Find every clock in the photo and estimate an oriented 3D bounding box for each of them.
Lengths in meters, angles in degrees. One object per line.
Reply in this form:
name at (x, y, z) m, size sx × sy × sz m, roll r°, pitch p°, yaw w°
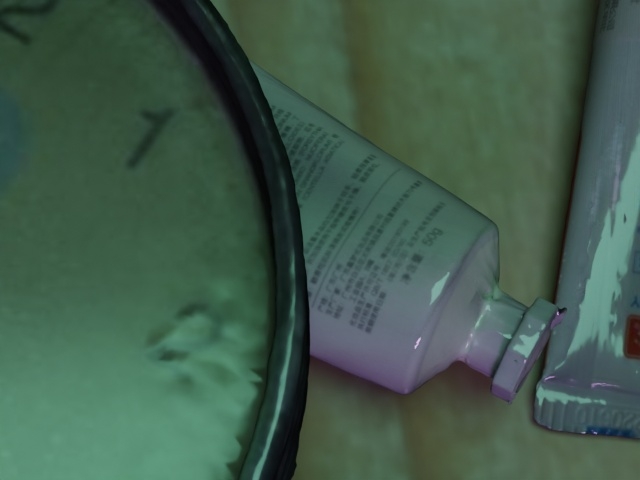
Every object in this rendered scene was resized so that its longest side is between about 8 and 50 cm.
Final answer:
clock at (-0.137, 0.015, 0.492) m, size 0.281 × 0.055 × 0.280 m, roll 1°, pitch 72°, yaw -4°

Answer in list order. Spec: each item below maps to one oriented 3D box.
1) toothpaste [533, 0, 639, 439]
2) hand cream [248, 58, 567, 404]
toothpaste at (0.117, -0.055, 0.600) m, size 0.089 × 0.057 × 0.234 m, roll 7°, pitch 78°, yaw -9°
hand cream at (0.000, 0.000, 0.560) m, size 0.142 × 0.053 × 0.084 m, roll 27°, pitch 67°, yaw 13°
